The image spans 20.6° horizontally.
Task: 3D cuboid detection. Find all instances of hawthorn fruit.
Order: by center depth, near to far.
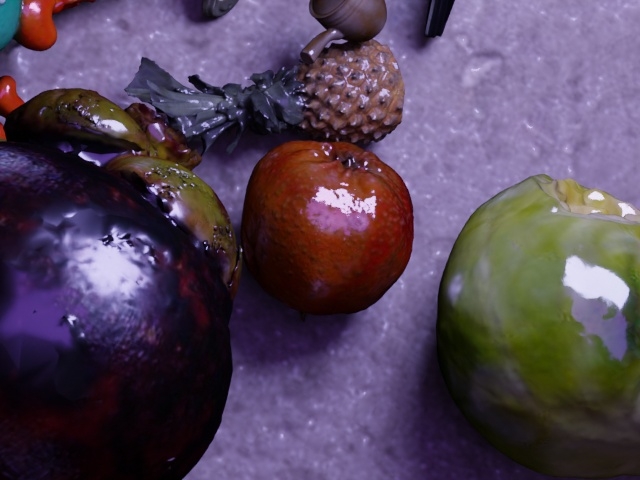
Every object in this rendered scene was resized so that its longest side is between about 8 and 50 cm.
[{"bbox_3d":[0.000,0.000,1.766,0.179,0.200,0.179,16,31,-10],"label":"hawthorn fruit"}]

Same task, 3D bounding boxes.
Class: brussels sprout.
[{"bbox_3d":[0.277,0.087,1.741,0.344,0.268,0.344,5,74,-16],"label":"brussels sprout"}]

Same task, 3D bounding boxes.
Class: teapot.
[{"bbox_3d":[0.013,-0.220,1.776,0.080,0.085,0.110,37,72,-35],"label":"teapot"}]

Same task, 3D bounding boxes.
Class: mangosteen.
[{"bbox_3d":[-0.267,0.057,1.600,0.381,0.381,0.421,3,68,-9],"label":"mangosteen"}]

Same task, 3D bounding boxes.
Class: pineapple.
[{"bbox_3d":[-0.060,-0.146,1.808,0.277,0.119,0.130,-9,67,-15],"label":"pineapple"}]

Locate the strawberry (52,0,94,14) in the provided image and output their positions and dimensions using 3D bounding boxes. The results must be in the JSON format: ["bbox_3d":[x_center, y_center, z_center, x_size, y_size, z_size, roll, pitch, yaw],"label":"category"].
[{"bbox_3d":[-0.245,-0.336,1.829,0.236,0.111,0.190,-43,100,8],"label":"strawberry"}]

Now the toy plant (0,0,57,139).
[{"bbox_3d":[-0.450,-0.200,1.713,0.400,0.185,0.279,-25,78,-9],"label":"toy plant"}]

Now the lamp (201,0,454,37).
[{"bbox_3d":[0.027,-0.318,1.821,0.283,0.203,0.124,5,59,-5],"label":"lamp"}]
